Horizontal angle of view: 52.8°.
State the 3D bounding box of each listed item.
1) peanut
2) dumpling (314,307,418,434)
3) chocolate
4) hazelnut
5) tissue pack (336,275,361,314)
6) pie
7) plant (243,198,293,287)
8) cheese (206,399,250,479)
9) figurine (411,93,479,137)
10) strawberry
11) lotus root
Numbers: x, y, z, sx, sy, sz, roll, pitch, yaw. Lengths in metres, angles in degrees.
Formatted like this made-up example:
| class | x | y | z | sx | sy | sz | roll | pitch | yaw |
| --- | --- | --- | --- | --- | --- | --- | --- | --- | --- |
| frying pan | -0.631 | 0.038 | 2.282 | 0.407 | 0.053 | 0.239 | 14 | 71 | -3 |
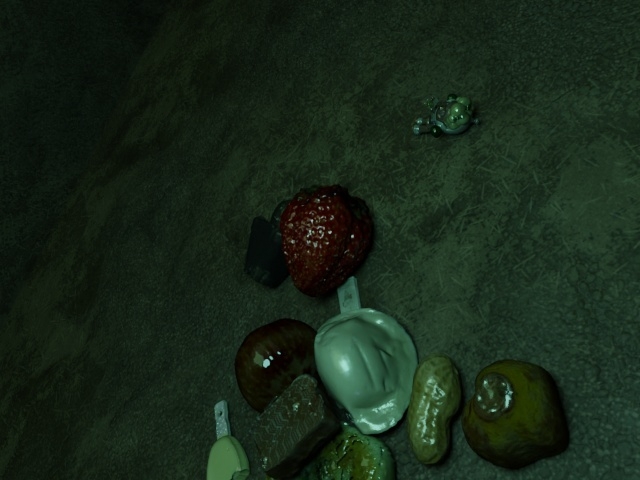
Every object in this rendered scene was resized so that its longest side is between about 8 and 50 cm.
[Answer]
| class | x | y | z | sx | sy | sz | roll | pitch | yaw |
| --- | --- | --- | --- | --- | --- | --- | --- | --- | --- |
| peanut | 0.233 | 0.341 | 1.319 | 0.108 | 0.095 | 0.226 | -6 | 61 | 43 |
| dumpling | 0.109 | 0.281 | 1.451 | 0.226 | 0.243 | 0.175 | -24 | 2 | -5 |
| chocolate | -0.050 | 0.409 | 1.420 | 0.214 | 0.093 | 0.148 | -44 | 41 | 11 |
| hazelnut | -0.100 | 0.300 | 1.550 | 0.234 | 0.218 | 0.218 | -54 | 42 | 2 |
| tissue pack | 0.073 | 0.148 | 1.639 | 0.056 | 0.023 | 0.108 | -30 | 48 | 24 |
| pie | -0.001 | 0.547 | 1.406 | 0.371 | 0.078 | 0.296 | -45 | 40 | 8 |
| plant | -0.118 | 0.003 | 1.818 | 0.164 | 0.141 | 0.256 | 26 | 86 | 48 |
| cheese | -0.244 | 0.527 | 1.651 | 0.127 | 0.050 | 0.256 | -33 | 46 | 21 |
| figurine | 0.317 | -0.322 | 1.680 | 0.197 | 0.093 | 0.147 | 4 | 56 | 44 |
| strawberry | 0.000 | 0.000 | 1.648 | 0.238 | 0.250 | 0.289 | 12 | 89 | 44 |
| lotus root | 0.335 | 0.310 | 1.193 | 0.199 | 0.180 | 0.188 | -29 | 52 | 24 |
